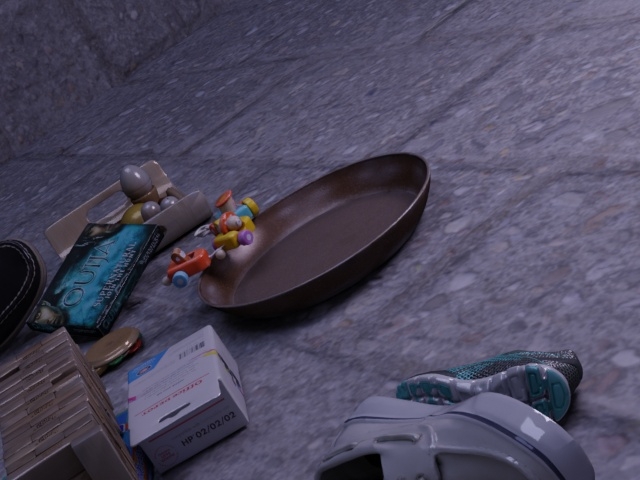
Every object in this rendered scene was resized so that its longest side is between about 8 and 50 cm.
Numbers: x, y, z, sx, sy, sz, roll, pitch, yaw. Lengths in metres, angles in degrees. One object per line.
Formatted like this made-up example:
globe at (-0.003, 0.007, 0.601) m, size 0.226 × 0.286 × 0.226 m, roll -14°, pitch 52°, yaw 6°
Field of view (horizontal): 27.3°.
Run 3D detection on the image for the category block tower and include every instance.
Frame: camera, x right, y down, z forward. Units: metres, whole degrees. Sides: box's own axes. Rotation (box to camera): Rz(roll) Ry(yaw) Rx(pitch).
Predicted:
block tower at (-0.245, 0.181, 1.254) m, size 0.097 × 0.091 × 0.335 m, roll -33°, pitch 19°, yaw -8°

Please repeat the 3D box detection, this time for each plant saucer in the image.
plant saucer at (0.000, 0.000, 1.544) m, size 0.310 × 0.050 × 0.310 m, roll -28°, pitch 19°, yaw 11°

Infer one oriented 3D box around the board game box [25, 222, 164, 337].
board game box at (-0.305, 0.051, 1.790) m, size 0.126 × 0.026 × 0.186 m, roll 1°, pitch 47°, yaw 29°

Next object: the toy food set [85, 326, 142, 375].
toy food set at (-0.256, 0.135, 1.629) m, size 0.082 × 0.020 × 0.083 m, roll -26°, pitch 19°, yaw 12°

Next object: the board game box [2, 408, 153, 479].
board game box at (-0.239, 0.258, 1.265) m, size 0.160 × 0.047 × 0.210 m, roll -29°, pitch 19°, yaw 3°

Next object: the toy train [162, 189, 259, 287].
toy train at (-0.139, -0.009, 1.628) m, size 0.125 × 0.046 × 0.166 m, roll -24°, pitch 21°, yaw 17°

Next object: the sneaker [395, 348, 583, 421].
sneaker at (0.138, 0.121, 1.054) m, size 0.166 × 0.065 × 0.076 m, roll -10°, pitch 12°, yaw 39°

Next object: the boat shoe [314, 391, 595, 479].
boat shoe at (0.083, 0.167, 0.950) m, size 0.088 × 0.096 × 0.267 m, roll -45°, pitch 23°, yaw -25°

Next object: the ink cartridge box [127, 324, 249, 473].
ink cartridge box at (-0.134, 0.164, 1.318) m, size 0.104 × 0.061 × 0.181 m, roll -31°, pitch 19°, yaw 2°

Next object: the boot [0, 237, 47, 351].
boot at (-0.557, 0.121, 1.763) m, size 0.377 × 0.138 × 0.284 m, roll -35°, pitch -9°, yaw -1°

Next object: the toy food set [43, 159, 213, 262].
toy food set at (-0.304, -0.034, 2.005) m, size 0.219 × 0.092 × 0.306 m, roll -34°, pitch 19°, yaw -10°
